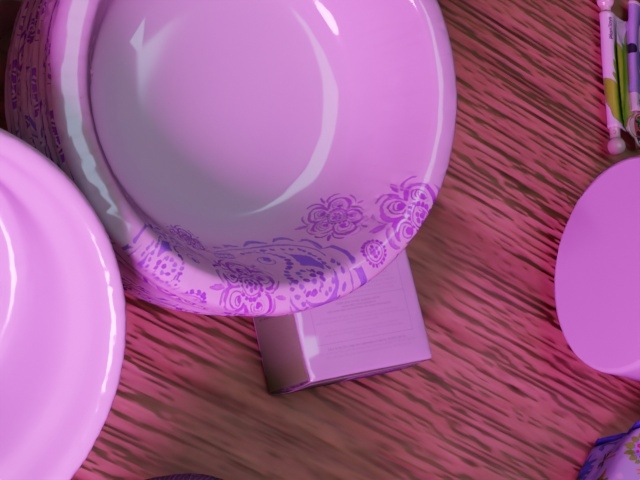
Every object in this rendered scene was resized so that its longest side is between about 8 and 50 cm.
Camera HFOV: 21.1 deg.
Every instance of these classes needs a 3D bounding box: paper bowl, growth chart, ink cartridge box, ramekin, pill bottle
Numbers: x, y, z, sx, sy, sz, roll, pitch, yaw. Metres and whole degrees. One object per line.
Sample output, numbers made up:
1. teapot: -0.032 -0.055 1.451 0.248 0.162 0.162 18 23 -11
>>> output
1. paper bowl: -0.065 -0.093 1.115 0.284 0.148 0.284 0 90 -30
2. growth chart: 0.335 -0.152 1.535 0.237 0.021 0.172 2 75 -32
3. ink cartridge box: 0.000 0.000 1.261 0.109 0.062 0.209 -8 81 -33
4. ramekin: -0.263 0.044 0.986 0.277 0.135 0.277 -9 111 -25
5. pill bottle: 0.384 0.048 1.399 0.363 0.210 0.210 12 71 -28

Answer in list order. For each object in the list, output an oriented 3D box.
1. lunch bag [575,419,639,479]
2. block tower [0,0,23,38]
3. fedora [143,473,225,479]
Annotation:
1. lunch bag: 0.261 0.238 1.341 0.151 0.096 0.129 38 60 -7
2. block tower: -0.254 -0.309 1.167 0.091 0.097 0.335 2 75 -32
3. fedora: -0.099 0.290 1.084 0.244 0.124 0.275 8 65 -32
